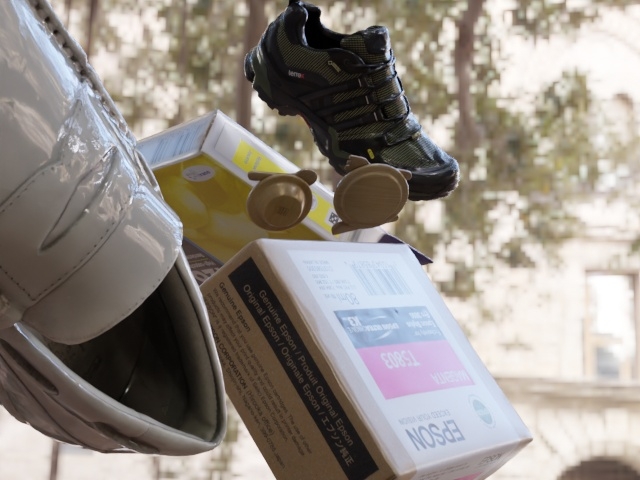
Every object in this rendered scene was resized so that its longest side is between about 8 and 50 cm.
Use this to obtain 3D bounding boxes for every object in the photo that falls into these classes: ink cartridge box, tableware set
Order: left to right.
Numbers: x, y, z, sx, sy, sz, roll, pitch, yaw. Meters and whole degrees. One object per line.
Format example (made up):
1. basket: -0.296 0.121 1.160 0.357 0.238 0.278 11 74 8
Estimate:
1. ink cartridge box: -0.085 -0.011 1.721 0.307 0.072 0.303 37 -28 -24
2. tableware set: 0.000 0.000 1.297 0.141 0.020 0.169 -2 -55 -14
3. ink cartridge box: 0.032 0.099 1.127 0.088 0.193 0.234 -41 -19 23

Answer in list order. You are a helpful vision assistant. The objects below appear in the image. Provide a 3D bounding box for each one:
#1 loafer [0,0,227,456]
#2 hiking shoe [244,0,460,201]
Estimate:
1. loafer: -0.104 -0.015 0.596 0.111 0.112 0.319 19 -27 23
2. hiking shoe: 0.037 -0.127 1.373 0.227 0.086 0.114 38 -51 8
